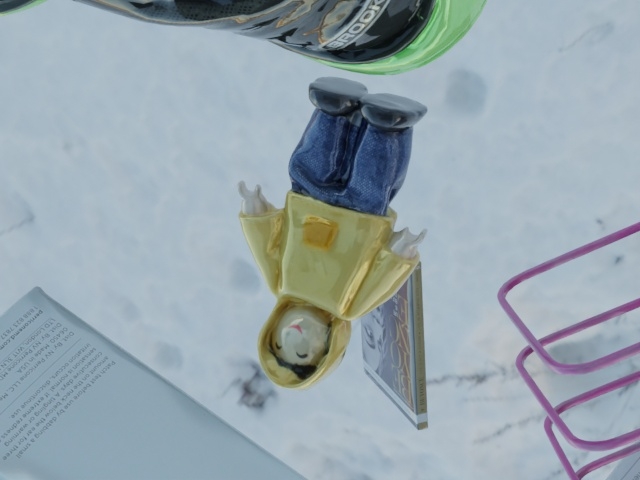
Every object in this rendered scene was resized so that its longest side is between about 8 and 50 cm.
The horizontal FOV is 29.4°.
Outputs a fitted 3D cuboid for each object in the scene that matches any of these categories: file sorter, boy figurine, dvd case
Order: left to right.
[{"bbox_3d":[0.000,0.000,1.080,0.177,0.092,0.285,22,109,13],"label":"boy figurine"},{"bbox_3d":[0.085,0.099,1.488,0.164,0.018,0.221,-137,39,-60],"label":"dvd case"},{"bbox_3d":[0.280,0.151,0.976,0.182,0.202,0.290,-23,110,0],"label":"file sorter"}]

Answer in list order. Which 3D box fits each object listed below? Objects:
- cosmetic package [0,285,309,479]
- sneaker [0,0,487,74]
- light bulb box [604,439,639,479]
[{"bbox_3d":[-0.070,0.230,0.660,0.284,0.097,0.377,35,145,16],"label":"cosmetic package"},{"bbox_3d":[-0.141,-0.211,0.661,0.483,0.185,0.202,10,178,26],"label":"sneaker"},{"bbox_3d":[0.401,0.411,1.247,0.361,0.225,0.357,39,109,20],"label":"light bulb box"}]
